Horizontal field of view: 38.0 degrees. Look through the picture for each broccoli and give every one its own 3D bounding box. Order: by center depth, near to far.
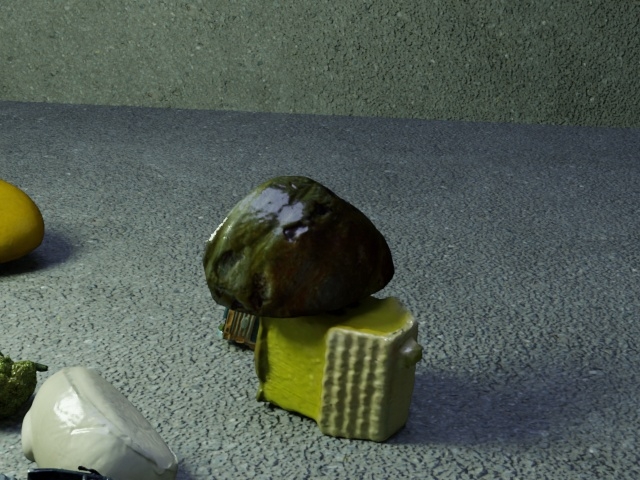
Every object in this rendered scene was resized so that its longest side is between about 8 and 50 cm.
[{"bbox_3d":[-0.483,0.205,1.371,0.131,0.120,0.130,-28,-12,14],"label":"broccoli"}]

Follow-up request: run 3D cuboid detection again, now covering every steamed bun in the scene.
[{"bbox_3d":[-0.292,0.264,1.189,0.130,0.177,0.228,-49,52,-5],"label":"steamed bun"}]

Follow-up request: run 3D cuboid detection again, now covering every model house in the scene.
[{"bbox_3d":[0.037,0.181,1.378,0.234,0.193,0.175,24,30,39],"label":"model house"}]

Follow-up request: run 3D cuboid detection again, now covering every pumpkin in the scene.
[{"bbox_3d":[0.000,0.000,1.337,0.312,0.169,0.148,-18,28,-36],"label":"pumpkin"}]

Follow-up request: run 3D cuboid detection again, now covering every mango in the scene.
[{"bbox_3d":[-0.782,-0.046,1.852,0.446,0.232,0.300,3,16,-15],"label":"mango"}]

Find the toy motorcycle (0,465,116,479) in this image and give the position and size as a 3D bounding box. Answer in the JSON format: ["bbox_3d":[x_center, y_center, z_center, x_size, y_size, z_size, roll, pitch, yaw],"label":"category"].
[{"bbox_3d":[-0.282,0.334,1.053,0.270,0.159,0.106,12,28,-18],"label":"toy motorcycle"}]

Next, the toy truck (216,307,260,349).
[{"bbox_3d":[-0.092,0.105,1.683,0.140,0.108,0.256,17,19,1],"label":"toy truck"}]
